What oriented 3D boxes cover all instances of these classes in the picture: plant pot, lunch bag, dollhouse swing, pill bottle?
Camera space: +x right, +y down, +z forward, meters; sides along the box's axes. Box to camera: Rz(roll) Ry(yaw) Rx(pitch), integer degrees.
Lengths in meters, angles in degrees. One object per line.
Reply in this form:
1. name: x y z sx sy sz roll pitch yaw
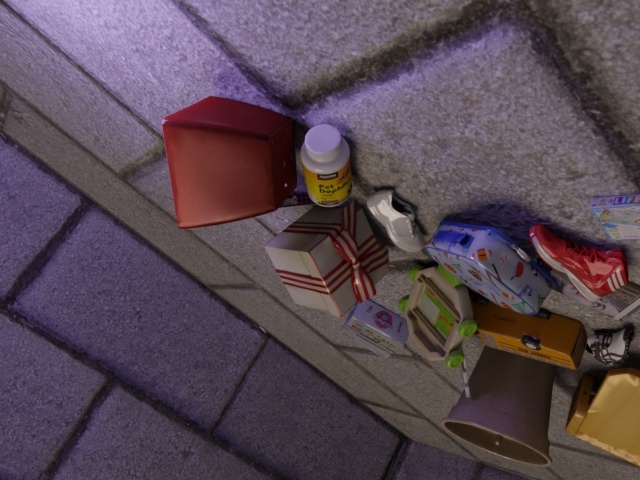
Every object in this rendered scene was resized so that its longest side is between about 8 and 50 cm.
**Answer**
1. plant pot: -0.195 -0.188 1.412 0.236 0.267 0.267 5 116 15
2. plant pot: 0.584 0.490 1.831 0.334 0.305 0.334 21 157 9
3. lunch bag: 0.384 0.050 1.354 0.243 0.115 0.303 39 174 -15
4. dollhouse swing: 0.924 0.459 1.646 0.347 0.315 0.305 22 116 22
5. pill bottle: 0.015 -0.180 1.409 0.117 0.117 0.215 24 157 17

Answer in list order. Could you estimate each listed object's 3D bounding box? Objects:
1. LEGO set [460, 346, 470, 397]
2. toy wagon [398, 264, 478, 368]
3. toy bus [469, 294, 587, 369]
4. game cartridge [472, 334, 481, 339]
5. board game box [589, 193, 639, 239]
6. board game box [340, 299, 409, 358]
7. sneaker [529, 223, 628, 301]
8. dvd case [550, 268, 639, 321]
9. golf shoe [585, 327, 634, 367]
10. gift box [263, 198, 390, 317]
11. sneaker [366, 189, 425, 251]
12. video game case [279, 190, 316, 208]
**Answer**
1. LEGO set: 0.404 0.330 1.789 0.060 0.244 0.182 -10 126 8
2. toy wagon: 0.342 0.180 1.660 0.267 0.068 0.344 52 139 45
3. toy bus: 0.557 0.253 1.652 0.333 0.108 0.130 10 152 40
4. game cartridge: 0.497 0.277 1.846 0.083 0.056 0.017 32 166 -5
5. board game box: 0.595 -0.042 1.079 0.103 0.026 0.154 44 155 -28
6. board game box: 0.214 0.351 2.316 0.224 0.097 0.303 29 159 3
7. sneaker: 0.558 0.023 1.236 0.221 0.087 0.128 40 136 -8
8. dvd case: 0.631 0.110 1.369 0.221 0.018 0.164 26 157 13
9. golf shoe: 0.735 0.269 1.498 0.094 0.077 0.198 23 156 20
10. gift box: 0.037 0.034 1.679 0.258 0.276 0.255 8 135 52
11. sneaker: 0.215 -0.049 1.501 0.212 0.080 0.094 43 144 -24
12. video game case: -0.157 -0.118 1.675 0.232 0.041 0.210 -9 -168 -44
